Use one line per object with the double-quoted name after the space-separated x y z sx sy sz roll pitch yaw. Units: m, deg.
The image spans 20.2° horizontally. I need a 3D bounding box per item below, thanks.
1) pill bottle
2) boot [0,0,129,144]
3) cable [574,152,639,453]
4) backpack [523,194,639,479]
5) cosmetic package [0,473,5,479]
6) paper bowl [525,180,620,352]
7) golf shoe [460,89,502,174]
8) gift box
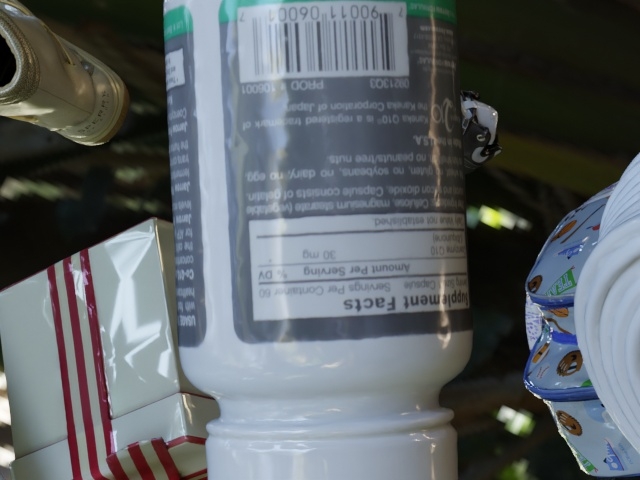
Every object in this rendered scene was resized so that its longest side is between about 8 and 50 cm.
0.000 0.000 1.230 0.204 0.204 0.361 153 115 -87 "pill bottle"
-0.306 -0.170 1.498 0.095 0.262 0.203 -60 -19 5 "boot"
0.240 0.056 0.838 0.089 0.257 0.257 -52 -38 -35 "cable"
0.297 0.072 1.511 0.276 0.213 0.263 -26 25 40 "backpack"
-0.461 0.157 1.627 0.197 0.365 0.155 -15 -28 -50 "cosmetic package"
0.355 0.068 1.762 0.148 0.284 0.284 -29 -30 -58 "paper bowl"
0.107 -0.118 1.614 0.198 0.093 0.077 51 -155 -63 "golf shoe"
-0.145 0.142 1.739 0.276 0.255 0.258 -25 65 36 "gift box"
